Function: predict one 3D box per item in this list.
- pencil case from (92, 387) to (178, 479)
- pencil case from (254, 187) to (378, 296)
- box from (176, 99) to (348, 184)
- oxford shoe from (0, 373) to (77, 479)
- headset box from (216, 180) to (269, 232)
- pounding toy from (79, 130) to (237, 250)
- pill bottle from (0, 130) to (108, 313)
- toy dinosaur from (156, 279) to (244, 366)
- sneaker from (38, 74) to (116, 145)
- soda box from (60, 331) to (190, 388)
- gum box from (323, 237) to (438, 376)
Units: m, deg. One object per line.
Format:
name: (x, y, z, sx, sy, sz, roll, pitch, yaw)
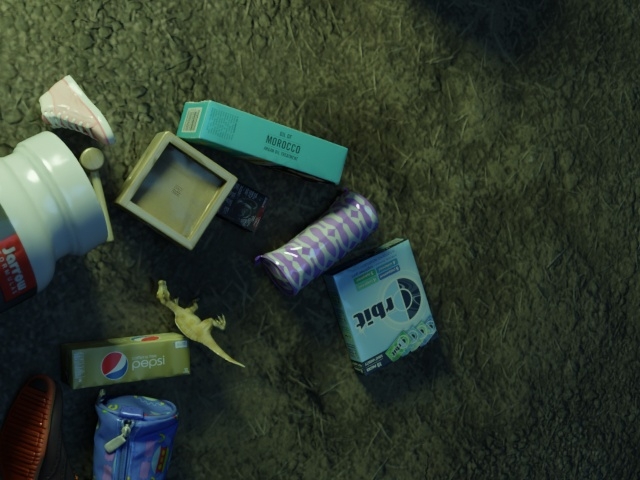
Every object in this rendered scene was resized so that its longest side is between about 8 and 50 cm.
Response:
pencil case: (-0.287, 0.372, 1.565, 0.119, 0.133, 0.306, 10, 90, 5)
pencil case: (0.000, 0.000, 1.726, 0.206, 0.086, 0.088, -39, 76, -23)
box: (-0.089, -0.148, 1.656, 0.244, 0.100, 0.060, 17, 87, -28)
oxford shoe: (-0.396, 0.323, 1.541, 0.098, 0.097, 0.271, 6, 96, -48)
headset box: (-0.123, -0.054, 1.682, 0.083, 0.032, 0.062, 27, 81, -28)
pounding toy: (-0.261, -0.072, 1.577, 0.206, 0.094, 0.181, 34, 82, -17)
pill bottle: (-0.475, 0.010, 1.393, 0.363, 0.210, 0.210, -30, 107, -23)
toy dinosaur: (-0.181, 0.135, 1.624, 0.183, 0.092, 0.053, 43, 106, 7)
sneaker: (-0.345, -0.168, 1.515, 0.070, 0.051, 0.134, -35, 66, -15)
soda box: (-0.287, 0.175, 1.592, 0.181, 0.061, 0.058, -3, 96, -29)
gum box: (0.103, 0.111, 1.813, 0.157, 0.041, 0.184, -25, 104, -25)
